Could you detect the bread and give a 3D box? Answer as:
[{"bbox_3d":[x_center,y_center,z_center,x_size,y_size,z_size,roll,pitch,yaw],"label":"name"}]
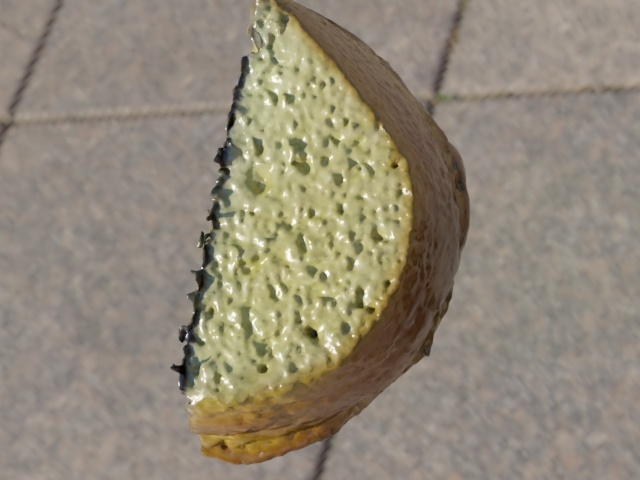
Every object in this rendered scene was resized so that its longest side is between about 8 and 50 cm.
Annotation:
[{"bbox_3d":[0.010,-0.004,0.992,0.134,0.129,0.260,7,83,12],"label":"bread"}]
